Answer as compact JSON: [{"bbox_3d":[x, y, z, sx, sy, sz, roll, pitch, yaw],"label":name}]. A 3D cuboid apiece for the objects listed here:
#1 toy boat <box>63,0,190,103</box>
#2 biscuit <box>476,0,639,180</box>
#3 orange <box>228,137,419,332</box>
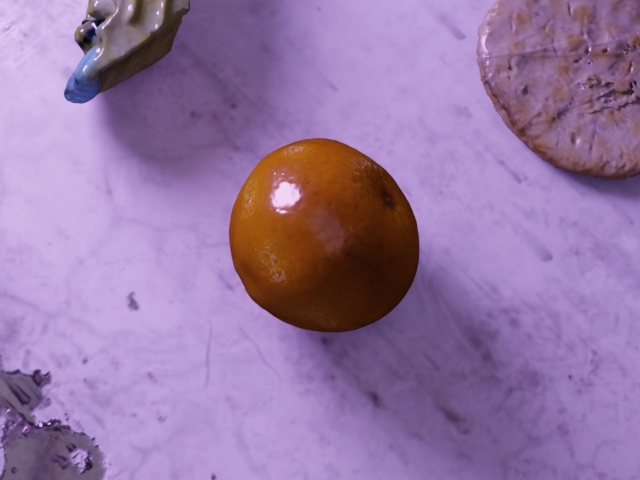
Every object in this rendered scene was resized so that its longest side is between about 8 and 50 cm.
[{"bbox_3d":[-0.147,-0.240,1.265,0.084,0.111,0.276,9,73,-13],"label":"toy boat"},{"bbox_3d":[0.243,-0.156,1.351,0.220,0.033,0.219,2,74,-8],"label":"biscuit"},{"bbox_3d":[0.000,0.000,1.207,0.136,0.159,0.159,-30,79,24],"label":"orange"}]
